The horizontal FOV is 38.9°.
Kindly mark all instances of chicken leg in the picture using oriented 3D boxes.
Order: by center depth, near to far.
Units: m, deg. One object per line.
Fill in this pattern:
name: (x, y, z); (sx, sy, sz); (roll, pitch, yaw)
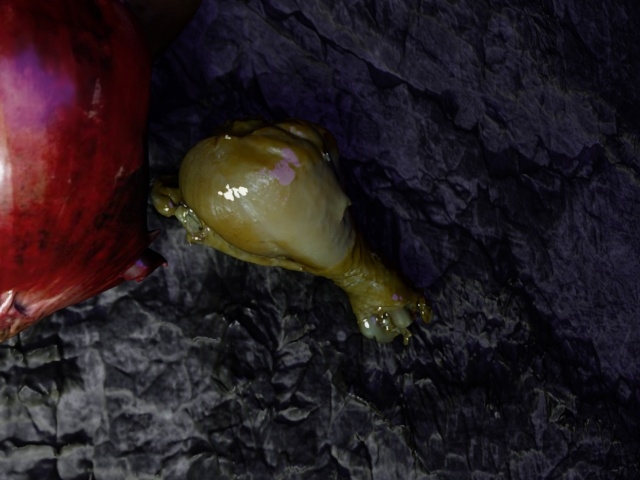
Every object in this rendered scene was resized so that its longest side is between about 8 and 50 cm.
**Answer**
chicken leg: (0.000, 0.000, 1.097); (0.429, 0.153, 0.201); (43, 61, -38)

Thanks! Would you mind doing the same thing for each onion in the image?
onion: (-0.278, -0.081, 0.665); (0.341, 0.341, 0.341); (19, 64, -42)

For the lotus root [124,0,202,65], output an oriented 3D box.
lotus root: (-0.214, -0.320, 0.942); (0.272, 0.192, 0.272); (29, 49, -39)
